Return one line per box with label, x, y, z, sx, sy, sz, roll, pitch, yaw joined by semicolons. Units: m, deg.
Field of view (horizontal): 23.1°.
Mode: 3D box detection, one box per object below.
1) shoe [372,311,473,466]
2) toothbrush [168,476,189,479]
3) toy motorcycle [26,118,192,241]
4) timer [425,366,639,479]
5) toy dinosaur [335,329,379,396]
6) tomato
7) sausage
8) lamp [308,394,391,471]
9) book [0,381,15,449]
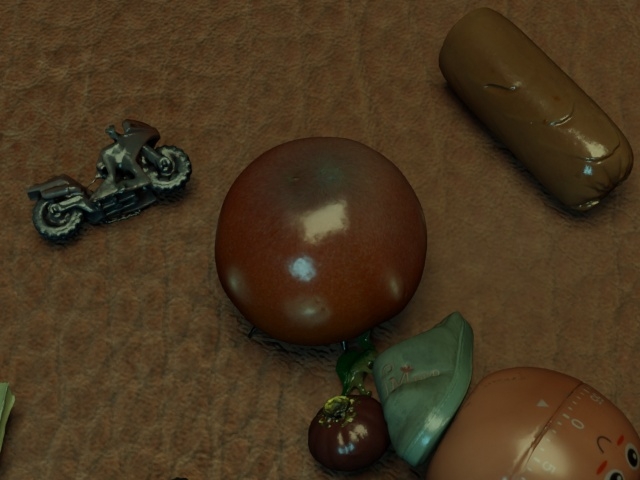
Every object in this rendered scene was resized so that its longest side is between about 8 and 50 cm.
shoe;0.111;0.152;1.773;0.100;0.103;0.251;31;29;-4
toothbrush;-0.291;0.306;1.772;0.297;0.031;0.030;-9;34;-3
toy motorcycle;-0.273;-0.081;1.986;0.212;0.084;0.118;-24;69;-8
timer;0.234;0.254;1.682;0.215;0.229;0.230;31;63;10
toy dinosaur;0.040;0.159;1.868;0.060;0.029;0.120;24;65;33
tomato;0.000;0.000;1.852;0.255;0.224;0.256;-9;49;10
sausage;0.278;-0.166;2.009;0.121;0.121;0.304;-31;62;-17
lamp;0.034;0.220;1.787;0.101;0.090;0.101;-21;27;12
book;-0.468;0.294;1.765;0.201;0.026;0.289;-2;58;14
